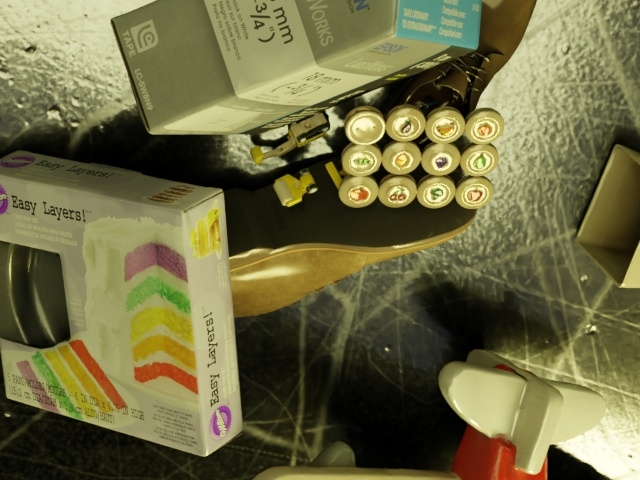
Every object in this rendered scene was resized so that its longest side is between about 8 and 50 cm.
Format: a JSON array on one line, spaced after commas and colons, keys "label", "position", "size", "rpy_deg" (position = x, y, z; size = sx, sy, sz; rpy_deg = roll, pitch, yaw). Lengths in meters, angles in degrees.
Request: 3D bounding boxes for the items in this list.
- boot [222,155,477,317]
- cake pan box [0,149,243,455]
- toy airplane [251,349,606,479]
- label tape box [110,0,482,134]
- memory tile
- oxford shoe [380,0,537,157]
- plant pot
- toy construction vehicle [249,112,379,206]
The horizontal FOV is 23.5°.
[{"label": "boot", "position": [0.000, 0.000, 1.486], "size": [0.305, 0.112, 0.115], "rpy_deg": [-10, 141, -3]}, {"label": "cake pan box", "position": [-0.199, 0.054, 1.431], "size": [0.267, 0.070, 0.246], "rpy_deg": [13, 115, 32]}, {"label": "toy airplane", "position": [0.137, 0.295, 1.531], "size": [0.384, 0.272, 0.386], "rpy_deg": [-39, 102, -28]}, {"label": "label tape box", "position": [0.033, -0.189, 1.273], "size": [0.333, 0.240, 0.106], "rpy_deg": [-20, 87, 21]}, {"label": "memory tile", "position": [0.092, -0.075, 1.407], "size": [0.148, 0.012, 0.113], "rpy_deg": [0, 128, -7]}, {"label": "oxford shoe", "position": [0.137, -0.166, 1.414], "size": [0.083, 0.096, 0.227], "rpy_deg": [27, 106, -11]}, {"label": "plant pot", "position": [0.326, -0.015, 1.481], "size": [0.096, 0.109, 0.109], "rpy_deg": [13, 110, -21]}, {"label": "toy construction vehicle", "position": [-0.006, -0.074, 1.453], "size": [0.098, 0.035, 0.086], "rpy_deg": [-28, 72, -10]}]
